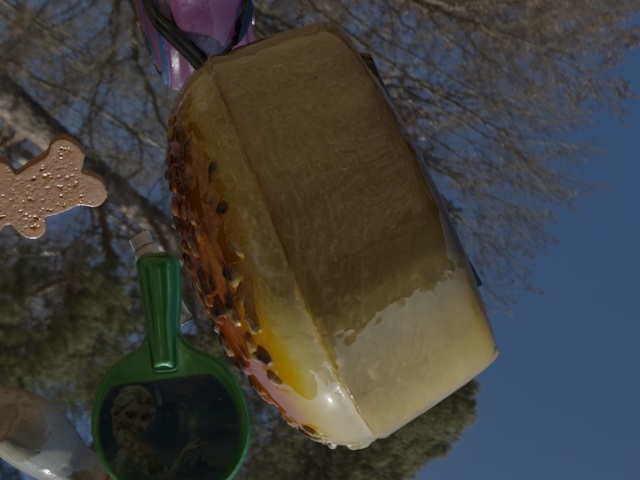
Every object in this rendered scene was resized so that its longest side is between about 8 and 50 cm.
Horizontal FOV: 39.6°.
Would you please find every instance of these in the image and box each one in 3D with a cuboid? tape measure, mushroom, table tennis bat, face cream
[{"bbox_3d":[-0.161,-0.308,1.156,0.149,0.231,0.245,-18,-137,-13],"label":"tape measure"},{"bbox_3d":[-0.351,0.271,1.158,0.088,0.212,0.097,-42,-161,-2],"label":"mushroom"},{"bbox_3d":[-0.153,0.139,0.886,0.160,0.039,0.257,-3,-85,3],"label":"table tennis bat"},{"bbox_3d":[-0.174,0.043,0.963,0.038,0.020,0.115,-31,-103,18],"label":"face cream"}]

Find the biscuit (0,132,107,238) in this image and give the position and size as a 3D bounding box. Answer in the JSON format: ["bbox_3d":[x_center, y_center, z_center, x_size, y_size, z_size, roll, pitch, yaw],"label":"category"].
[{"bbox_3d":[-0.494,-0.080,1.481,0.250,0.165,0.036,-27,-143,-5],"label":"biscuit"}]

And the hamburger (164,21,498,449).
[{"bbox_3d":[0.000,0.000,0.614,0.176,0.300,0.300,-24,-123,6],"label":"hamburger"}]
